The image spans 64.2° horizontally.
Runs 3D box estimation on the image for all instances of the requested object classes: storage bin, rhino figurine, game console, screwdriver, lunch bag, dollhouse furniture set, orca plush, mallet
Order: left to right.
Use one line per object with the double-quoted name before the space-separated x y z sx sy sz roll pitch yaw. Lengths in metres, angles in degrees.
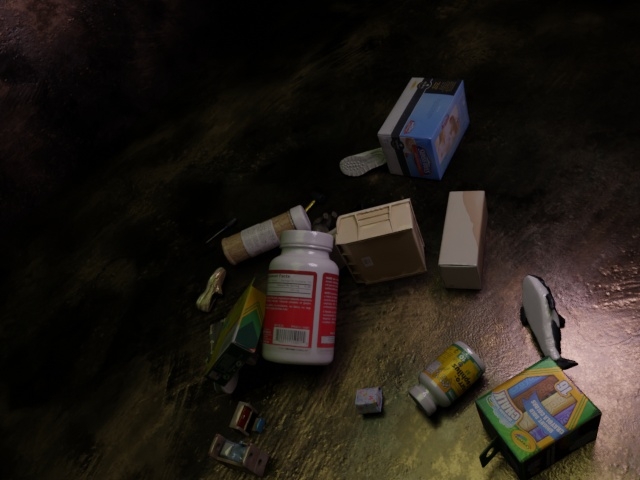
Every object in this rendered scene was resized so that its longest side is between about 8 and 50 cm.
"screwdriver" -0.433 -0.041 2.240 0.170 0.025 0.024 -42 48 -1
"dollhouse furniture set" -0.224 0.587 1.537 0.129 0.129 0.183 3 54 27
"mallet" -0.064 -0.132 2.132 0.190 0.039 0.062 -44 49 -9
"rhino figurine" 0.000 0.000 1.954 0.106 0.073 0.243 -38 33 46
"game console" 0.174 -0.084 1.995 0.107 0.071 0.122 -37 37 35
"lunch bag" 0.145 0.471 1.516 0.071 0.053 0.083 -13 23 16
"storage bin" 0.208 0.016 1.725 0.260 0.262 0.123 -13 51 15
"orca plush" 0.666 0.229 1.449 0.102 0.151 0.287 3 43 -13

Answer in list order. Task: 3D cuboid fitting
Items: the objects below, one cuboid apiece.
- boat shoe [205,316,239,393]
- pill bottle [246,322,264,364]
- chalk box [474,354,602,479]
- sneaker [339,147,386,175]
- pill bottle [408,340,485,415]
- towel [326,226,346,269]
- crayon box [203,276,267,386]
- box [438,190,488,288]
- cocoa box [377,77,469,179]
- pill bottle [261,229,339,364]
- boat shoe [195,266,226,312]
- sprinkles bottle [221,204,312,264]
"boat shoe" -0.343 0.402 1.767 0.091 0.109 0.305 -19 41 10
"pill bottle" -0.230 0.354 1.770 0.078 0.078 0.137 8 56 30
"chalk box" 0.510 0.460 1.271 0.289 0.180 0.179 -29 46 -2
"sneaker" 0.194 -0.336 2.158 0.235 0.090 0.095 -10 19 28
"pill bottle" 0.353 0.393 1.442 0.208 0.117 0.117 -38 47 -10
"towel" 0.038 0.043 1.832 0.282 0.187 0.049 -32 50 -3
"crayon box" -0.263 0.292 1.676 0.202 0.081 0.318 -51 16 31
"box" 0.479 -0.004 1.698 0.121 0.148 0.311 0 54 24
"cocoa box" 0.421 -0.449 2.033 0.228 0.231 0.347 14 59 32
"pill bottle" -0.059 0.180 1.630 0.229 0.229 0.407 1 81 25
"boat shoe" -0.412 0.197 2.004 0.072 0.068 0.190 19 72 22
"sprinkles bottle" -0.215 -0.020 2.045 0.355 0.121 0.121 -23 47 6
